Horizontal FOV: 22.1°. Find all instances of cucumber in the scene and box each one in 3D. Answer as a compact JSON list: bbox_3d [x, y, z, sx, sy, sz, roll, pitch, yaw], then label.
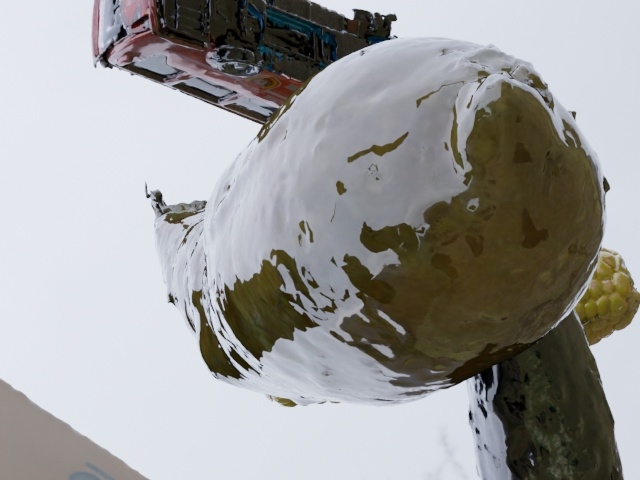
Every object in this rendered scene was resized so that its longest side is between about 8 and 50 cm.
[{"bbox_3d":[0.120,0.140,0.793,0.072,0.081,0.304,-23,-77,-22],"label":"cucumber"}]

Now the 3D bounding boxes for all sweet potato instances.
[{"bbox_3d":[0.002,0.005,0.682,0.130,0.130,0.422,-47,9,-17],"label":"sweet potato"}]

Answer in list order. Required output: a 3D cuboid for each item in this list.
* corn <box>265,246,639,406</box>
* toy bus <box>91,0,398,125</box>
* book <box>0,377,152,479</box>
[{"bbox_3d":[0.082,0.059,1.169,0.101,0.291,0.101,-9,-90,-80],"label":"corn"},{"bbox_3d":[-0.029,-0.108,0.981,0.234,0.096,0.074,17,-115,-39],"label":"toy bus"},{"bbox_3d":[-0.241,0.150,0.907,0.295,0.208,0.020,-32,-28,-59],"label":"book"}]
